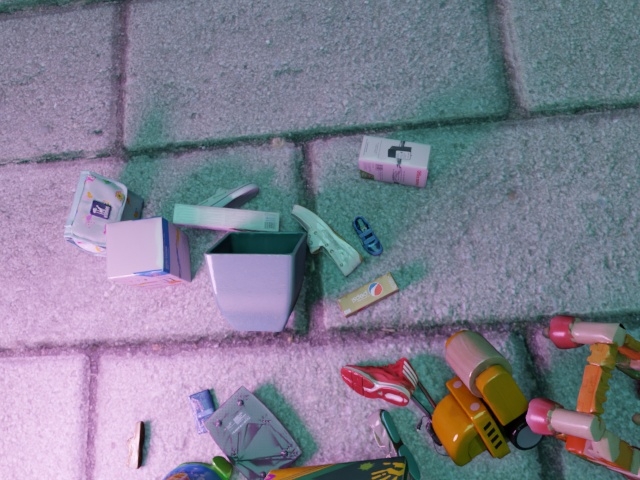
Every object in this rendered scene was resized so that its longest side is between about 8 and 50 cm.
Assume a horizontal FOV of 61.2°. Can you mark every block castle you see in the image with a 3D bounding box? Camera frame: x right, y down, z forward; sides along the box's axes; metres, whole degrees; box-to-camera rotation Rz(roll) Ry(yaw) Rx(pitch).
[{"bbox_3d":[0.718,0.400,1.320,0.454,0.213,0.302,30,72,-22],"label":"block castle"}]

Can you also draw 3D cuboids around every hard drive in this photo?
[{"bbox_3d":[-0.192,0.561,1.542,0.172,0.054,0.254,-43,79,-8],"label":"hard drive"}]

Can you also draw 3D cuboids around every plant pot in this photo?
[{"bbox_3d":[-0.173,0.123,1.568,0.248,0.248,0.252,1,105,7],"label":"plant pot"}]

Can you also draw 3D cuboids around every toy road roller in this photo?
[{"bbox_3d":[0.388,0.420,1.376,0.241,0.202,0.329,-33,114,-1],"label":"toy road roller"}]

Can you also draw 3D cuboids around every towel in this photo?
[{"bbox_3d":[-0.345,0.505,1.600,0.067,0.029,0.119,-20,73,1],"label":"towel"}]

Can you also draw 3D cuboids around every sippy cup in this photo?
[{"bbox_3d":[-0.372,0.727,1.442,0.240,0.224,0.305,4,75,8],"label":"sippy cup"}]

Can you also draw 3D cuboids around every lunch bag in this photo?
[{"bbox_3d":[-0.682,-0.074,1.681,0.160,0.262,0.223,7,75,9],"label":"lunch bag"}]

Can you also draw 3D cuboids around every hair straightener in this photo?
[{"bbox_3d":[0.308,0.511,1.513,0.089,0.047,0.230,-35,78,-3],"label":"hair straightener"}]

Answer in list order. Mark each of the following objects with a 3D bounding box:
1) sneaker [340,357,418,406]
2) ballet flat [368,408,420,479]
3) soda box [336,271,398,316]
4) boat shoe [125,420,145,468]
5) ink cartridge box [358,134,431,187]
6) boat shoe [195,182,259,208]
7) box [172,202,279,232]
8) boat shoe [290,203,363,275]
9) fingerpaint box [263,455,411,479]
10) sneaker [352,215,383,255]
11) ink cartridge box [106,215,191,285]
[{"bbox_3d":[0.177,0.387,1.553,0.221,0.086,0.128,18,39,30],"label":"sneaker"},{"bbox_3d":[0.201,0.575,1.501,0.068,0.072,0.213,-37,71,25],"label":"ballet flat"},{"bbox_3d":[0.142,0.164,1.613,0.182,0.061,0.058,-27,73,0],"label":"soda box"},{"bbox_3d":[-0.547,0.600,1.589,0.045,0.050,0.135,1,75,2],"label":"boat shoe"},{"bbox_3d":[0.230,-0.241,1.666,0.209,0.153,0.086,11,75,9],"label":"ink cartridge box"},{"bbox_3d":[-0.311,-0.138,1.742,0.226,0.083,0.075,-30,74,-1],"label":"boat shoe"},{"bbox_3d":[-0.289,-0.065,1.681,0.325,0.063,0.067,4,81,-9],"label":"box"},{"bbox_3d":[0.000,0.000,1.657,0.277,0.098,0.096,41,82,14],"label":"boat shoe"},{"bbox_3d":[0.068,0.786,1.308,0.372,0.163,0.444,-11,92,14],"label":"fingerpaint box"},{"bbox_3d":[0.141,-0.017,1.664,0.053,0.059,0.144,-33,74,-5],"label":"sneaker"},{"bbox_3d":[-0.515,0.045,1.642,0.172,0.232,0.168,-8,76,5],"label":"ink cartridge box"}]
